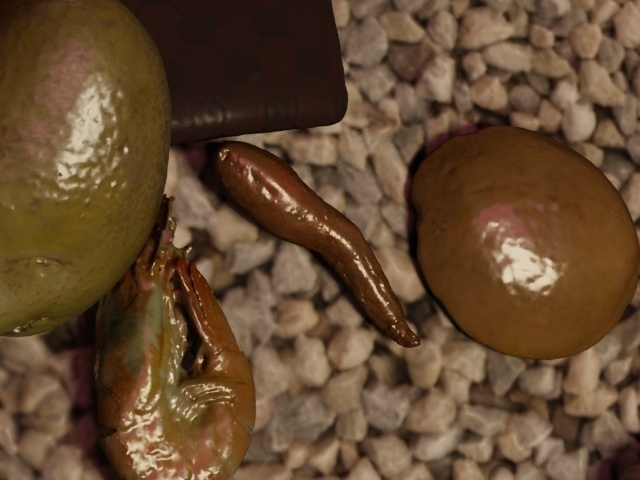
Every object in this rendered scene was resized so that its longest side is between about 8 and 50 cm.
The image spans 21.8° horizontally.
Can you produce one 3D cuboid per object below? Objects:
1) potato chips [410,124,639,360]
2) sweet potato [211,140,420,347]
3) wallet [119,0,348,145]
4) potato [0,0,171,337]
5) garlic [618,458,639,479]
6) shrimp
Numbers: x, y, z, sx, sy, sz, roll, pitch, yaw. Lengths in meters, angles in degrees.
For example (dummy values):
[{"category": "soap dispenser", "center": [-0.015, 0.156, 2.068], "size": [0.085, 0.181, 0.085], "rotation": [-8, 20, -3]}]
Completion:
[{"category": "potato chips", "center": [0.170, -0.005, 1.298], "size": [0.208, 0.062, 0.195], "rotation": [46, 65, -13]}, {"category": "sweet potato", "center": [0.000, 0.000, 1.220], "size": [0.214, 0.050, 0.050], "rotation": [43, 63, -18]}, {"category": "wallet", "center": [-0.091, -0.159, 1.211], "size": [0.229, 0.049, 0.182], "rotation": [-8, 82, -30]}, {"category": "potato", "center": [-0.182, -0.053, 1.051], "size": [0.159, 0.174, 0.251], "rotation": [24, 99, 20]}, {"category": "garlic", "center": [0.295, 0.224, 1.282], "size": [0.159, 0.102, 0.147], "rotation": [-5, 79, -28]}, {"category": "shrimp", "center": [-0.101, 0.075, 1.150], "size": [0.115, 0.051, 0.217], "rotation": [3, 76, -32]}]
